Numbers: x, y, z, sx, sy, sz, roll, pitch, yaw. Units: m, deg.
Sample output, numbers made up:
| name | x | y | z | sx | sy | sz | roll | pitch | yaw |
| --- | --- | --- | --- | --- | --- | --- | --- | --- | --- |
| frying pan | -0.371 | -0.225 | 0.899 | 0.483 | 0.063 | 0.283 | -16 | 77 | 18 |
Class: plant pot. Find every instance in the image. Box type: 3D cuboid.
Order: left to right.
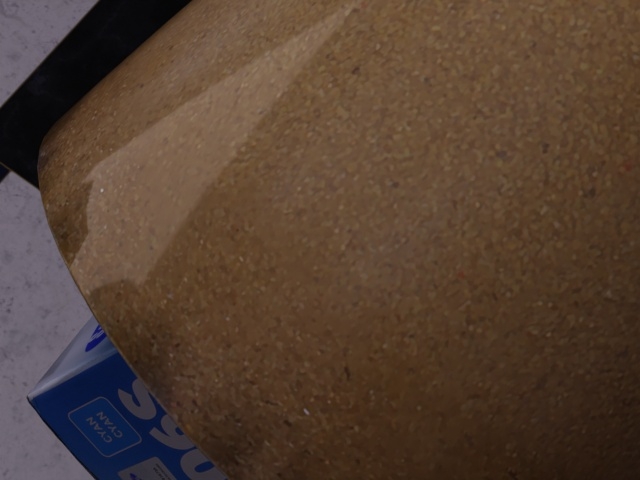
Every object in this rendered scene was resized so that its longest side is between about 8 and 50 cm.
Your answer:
| name | x | y | z | sx | sy | sz | roll | pitch | yaw |
| --- | --- | --- | --- | --- | --- | --- | --- | --- | --- |
| plant pot | 0.088 | -0.049 | 0.419 | 0.254 | 0.237 | 0.237 | -48 | 8 | 15 |

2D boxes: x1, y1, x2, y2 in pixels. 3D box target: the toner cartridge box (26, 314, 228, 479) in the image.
| name | x | y | z | sx | sy | sz | roll | pitch | yaw |
| --- | --- | --- | --- | --- | --- | --- | --- | --- | --- |
| toner cartridge box | 0.025 | 0.012 | 0.643 | 0.075 | 0.165 | 0.348 | -30 | 16 | 36 |
